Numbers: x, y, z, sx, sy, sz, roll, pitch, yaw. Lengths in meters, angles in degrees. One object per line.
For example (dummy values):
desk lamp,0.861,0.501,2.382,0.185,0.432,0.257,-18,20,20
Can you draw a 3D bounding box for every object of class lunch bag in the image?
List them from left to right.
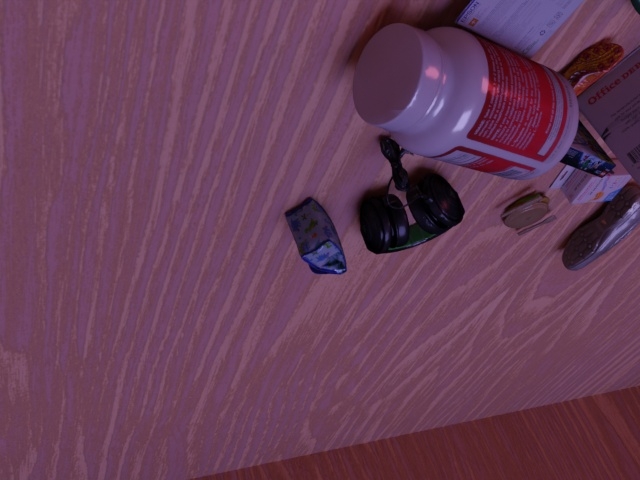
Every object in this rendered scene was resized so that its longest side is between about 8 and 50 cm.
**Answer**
lunch bag,0.000,0.000,1.599,0.096,0.129,0.151,-31,148,16

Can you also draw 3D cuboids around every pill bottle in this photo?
pill bottle,0.265,-0.252,1.306,0.407,0.229,0.229,8,136,-38

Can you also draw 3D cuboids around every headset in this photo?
headset,0.193,-0.086,1.624,0.243,0.185,0.394,-21,162,6

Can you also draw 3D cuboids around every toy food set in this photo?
toy food set,0.549,-0.076,1.903,0.132,0.039,0.192,-27,153,20

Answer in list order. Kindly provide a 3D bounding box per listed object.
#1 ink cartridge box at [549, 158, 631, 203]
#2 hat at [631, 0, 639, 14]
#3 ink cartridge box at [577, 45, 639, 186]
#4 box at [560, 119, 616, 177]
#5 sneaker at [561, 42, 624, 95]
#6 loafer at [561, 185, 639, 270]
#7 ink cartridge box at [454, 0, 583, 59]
ink cartridge box,0.700,-0.152,1.852,0.181,0.062,0.104,-5,143,-23
hat,0.707,-0.520,1.373,0.208,0.184,0.173,30,140,-4
ink cartridge box,0.720,-0.249,1.522,0.211,0.289,0.121,-40,146,25
box,0.527,-0.227,1.556,0.233,0.159,0.044,11,133,-39
sneaker,0.553,-0.351,1.502,0.175,0.064,0.067,-35,165,28
loafer,0.831,-0.024,2.066,0.111,0.112,0.319,12,134,-29
ink cartridge box,0.369,-0.445,1.258,0.224,0.045,0.223,10,134,-38
